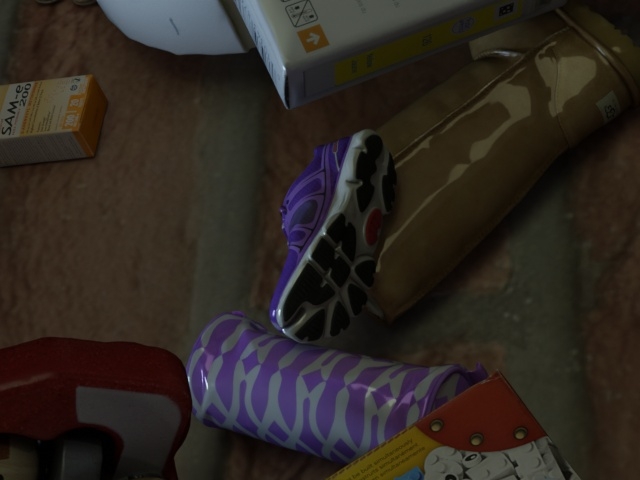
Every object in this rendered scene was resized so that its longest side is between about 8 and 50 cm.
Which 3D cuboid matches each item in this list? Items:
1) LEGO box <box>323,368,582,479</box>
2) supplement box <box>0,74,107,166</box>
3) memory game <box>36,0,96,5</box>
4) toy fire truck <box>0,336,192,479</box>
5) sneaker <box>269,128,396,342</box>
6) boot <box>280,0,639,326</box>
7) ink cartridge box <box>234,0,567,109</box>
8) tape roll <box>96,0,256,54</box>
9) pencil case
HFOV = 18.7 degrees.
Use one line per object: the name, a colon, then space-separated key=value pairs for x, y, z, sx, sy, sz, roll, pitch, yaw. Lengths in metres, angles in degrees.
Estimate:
LEGO box: x=-0.001 y=0.367 z=1.032 sx=0.500 sy=0.193 sz=0.372 roll=-32 pitch=49 yaw=-5
supplement box: x=-0.230 y=-0.097 z=1.589 sx=0.098 sy=0.036 sz=0.062 roll=-6 pitch=51 yaw=18
memory game: x=-0.195 y=-0.278 z=1.733 sx=0.186 sy=0.012 sz=0.186 roll=-11 pitch=51 yaw=13
toy fire truck: x=-0.204 y=0.184 z=1.173 sx=0.254 sy=0.302 sz=0.169 roll=6 pitch=36 yaw=-23
sneaker: x=0.000 y=0.000 z=1.328 sx=0.071 sy=0.068 sz=0.170 roll=-8 pitch=45 yaw=35
boot: x=0.078 y=-0.096 z=1.434 sx=0.269 sy=0.089 sz=0.236 roll=-39 pitch=50 yaw=-9
ink cartridge box: x=0.056 y=-0.279 z=1.433 sx=0.307 sy=0.072 sz=0.303 roll=-20 pitch=64 yaw=-12
tape roll: x=-0.074 y=-0.286 z=1.577 sx=0.286 sy=0.100 sz=0.286 roll=-11 pitch=51 yaw=13
pencil case: x=0.009 y=0.102 z=1.305 sx=0.206 sy=0.086 sz=0.088 roll=11 pitch=63 yaw=28
